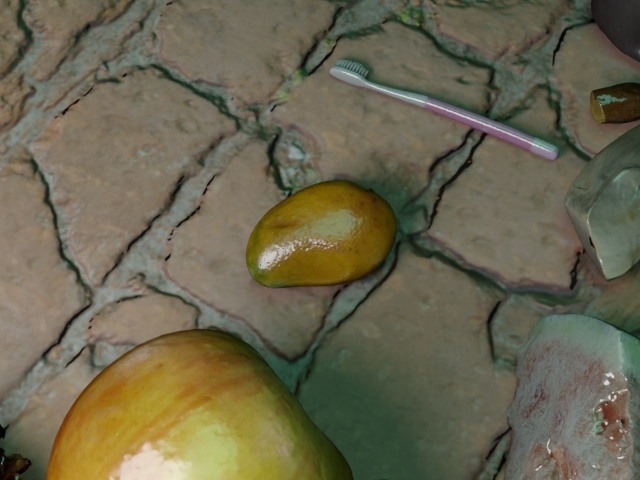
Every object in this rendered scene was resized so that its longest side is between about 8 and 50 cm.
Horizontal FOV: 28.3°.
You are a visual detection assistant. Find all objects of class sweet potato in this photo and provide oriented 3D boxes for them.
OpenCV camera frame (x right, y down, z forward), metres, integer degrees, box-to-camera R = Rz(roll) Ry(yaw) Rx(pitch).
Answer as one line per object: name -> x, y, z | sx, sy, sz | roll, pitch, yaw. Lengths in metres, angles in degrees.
sweet potato -> 0.369, -0.159, 1.476 | 0.117, 0.049, 0.049 | -5, 62, -10

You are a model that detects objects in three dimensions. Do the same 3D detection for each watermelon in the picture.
watermelon -> 0.296, 0.207, 1.239 | 0.232, 0.193, 0.310 | -24, 77, -34

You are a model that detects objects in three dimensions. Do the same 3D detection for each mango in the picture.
mango -> 0.001, -0.007, 1.367 | 0.165, 0.089, 0.115 | -6, 71, -1

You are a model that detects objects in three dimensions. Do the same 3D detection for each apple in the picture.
apple -> -0.108, 0.220, 1.135 | 0.233, 0.286, 0.286 | -39, 69, -9

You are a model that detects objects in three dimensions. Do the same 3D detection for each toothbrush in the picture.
toothbrush -> 0.144, -0.155, 1.484 | 0.286, 0.020, 0.025 | 23, 57, 11

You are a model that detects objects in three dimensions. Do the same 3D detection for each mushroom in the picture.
mushroom -> 0.348, -0.067, 1.400 | 0.108, 0.096, 0.247 | 22, 57, 39

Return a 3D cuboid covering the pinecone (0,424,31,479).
pinecone -> -0.387, 0.262, 1.140 | 0.272, 0.224, 0.224 | -9, 61, -23

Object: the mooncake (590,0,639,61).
mooncake -> 0.443, -0.323, 1.522 | 0.245, 0.133, 0.245 | 2, 55, -3

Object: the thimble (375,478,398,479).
thimble -> 0.070, 0.291, 1.204 | 0.102, 0.090, 0.115 | -27, 64, -18
